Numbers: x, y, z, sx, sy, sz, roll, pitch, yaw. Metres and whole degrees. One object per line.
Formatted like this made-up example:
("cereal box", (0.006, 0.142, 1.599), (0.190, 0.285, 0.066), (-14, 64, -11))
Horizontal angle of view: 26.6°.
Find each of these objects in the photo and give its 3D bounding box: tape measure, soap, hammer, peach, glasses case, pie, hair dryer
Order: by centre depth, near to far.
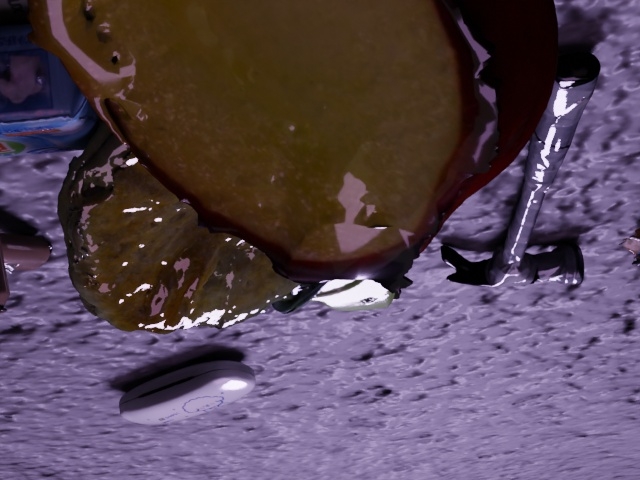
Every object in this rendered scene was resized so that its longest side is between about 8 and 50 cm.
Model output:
("peach", (-0.020, -0.162, 0.773), (0.362, 0.201, 0.258), (42, 132, -17))
("soap", (-0.283, -0.099, 0.965), (0.293, 0.077, 0.156), (-5, 177, 0))
("pie", (-0.074, -0.040, 1.058), (0.306, 0.071, 0.306), (-21, 137, -21))
("hair dryer", (-0.293, 0.014, 1.244), (0.064, 0.117, 0.182), (-15, 173, 17))
("tape measure", (0.000, 0.000, 1.250), (0.175, 0.106, 0.200), (-6, 154, -7))
("hammer", (0.210, -0.053, 1.266), (0.152, 0.044, 0.427), (-3, 154, -4))
("glasses case", (-0.168, 0.191, 1.692), (0.197, 0.049, 0.076), (-22, 150, 31))

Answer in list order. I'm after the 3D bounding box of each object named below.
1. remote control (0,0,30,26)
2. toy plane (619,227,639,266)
("remote control", (-0.095, -0.189, 0.905), (0.309, 0.038, 0.090), (-6, 155, 0))
("toy plane", (0.403, -0.009, 1.372), (0.188, 0.062, 0.135), (-18, 127, 19))
